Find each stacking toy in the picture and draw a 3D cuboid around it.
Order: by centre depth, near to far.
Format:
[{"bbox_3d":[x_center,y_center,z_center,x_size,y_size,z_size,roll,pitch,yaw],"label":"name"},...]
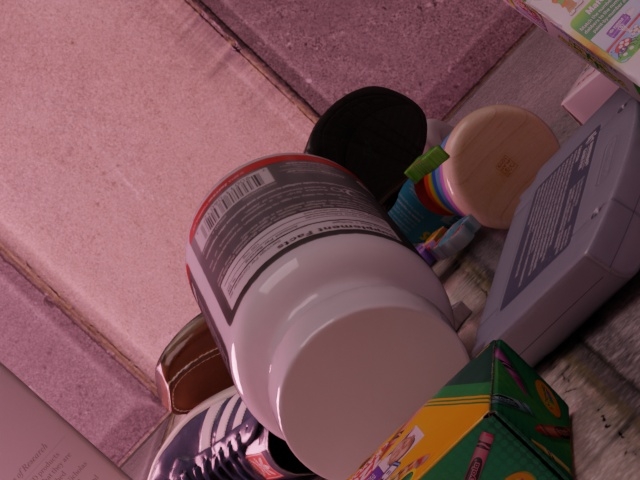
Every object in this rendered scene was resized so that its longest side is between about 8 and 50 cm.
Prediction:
[{"bbox_3d":[0.119,0.009,1.780,0.052,0.167,0.221,-49,6,-34],"label":"stacking toy"},{"bbox_3d":[0.180,-0.075,2.084,0.141,0.141,0.330,-48,5,-9],"label":"stacking toy"}]

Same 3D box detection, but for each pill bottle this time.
[{"bbox_3d":[0.004,0.068,1.604,0.210,0.210,0.363,-46,25,6],"label":"pill bottle"},{"bbox_3d":[0.107,-0.032,2.362,0.264,0.146,0.146,-45,5,24],"label":"pill bottle"}]

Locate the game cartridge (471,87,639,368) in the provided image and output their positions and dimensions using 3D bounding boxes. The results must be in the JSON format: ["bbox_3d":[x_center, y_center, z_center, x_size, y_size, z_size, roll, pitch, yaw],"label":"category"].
[{"bbox_3d":[0.226,-0.016,1.496,0.196,0.060,0.294,-53,7,37],"label":"game cartridge"}]

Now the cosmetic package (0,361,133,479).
[{"bbox_3d":[-0.399,0.291,2.297,0.161,0.453,0.230,-48,4,-10],"label":"cosmetic package"}]

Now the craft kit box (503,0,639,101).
[{"bbox_3d":[0.313,-0.250,1.504,0.250,0.246,0.061,-46,-35,1],"label":"craft kit box"}]

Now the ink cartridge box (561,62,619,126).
[{"bbox_3d":[0.364,-0.203,1.831,0.154,0.093,0.212,-42,9,43],"label":"ink cartridge box"}]

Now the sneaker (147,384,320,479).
[{"bbox_3d":[-0.064,0.221,1.815,0.350,0.131,0.148,-43,13,22],"label":"sneaker"}]

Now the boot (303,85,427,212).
[{"bbox_3d":[0.000,0.000,2.215,0.284,0.138,0.377,116,180,-50],"label":"boot"}]

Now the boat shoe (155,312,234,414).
[{"bbox_3d":[-0.025,0.115,1.936,0.324,0.120,0.122,-23,-45,-22],"label":"boat shoe"}]

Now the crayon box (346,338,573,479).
[{"bbox_3d":[0.053,0.210,1.213,0.278,0.081,0.165,-46,5,14],"label":"crayon box"}]

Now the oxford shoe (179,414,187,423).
[{"bbox_3d":[-0.119,0.245,2.084,0.348,0.123,0.130,-43,-6,39],"label":"oxford shoe"}]
